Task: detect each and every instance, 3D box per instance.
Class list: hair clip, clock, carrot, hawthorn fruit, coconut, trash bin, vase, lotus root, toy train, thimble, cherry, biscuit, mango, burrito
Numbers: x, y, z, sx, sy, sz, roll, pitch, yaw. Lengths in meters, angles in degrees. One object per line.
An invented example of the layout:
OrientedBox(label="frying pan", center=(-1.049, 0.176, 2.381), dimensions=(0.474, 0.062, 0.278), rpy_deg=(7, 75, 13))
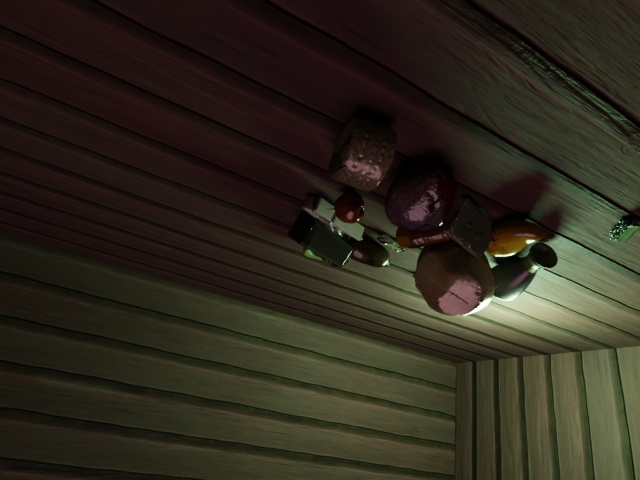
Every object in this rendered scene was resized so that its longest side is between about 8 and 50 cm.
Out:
OrientedBox(label="hair clip", center=(0.059, -0.083, 1.763), dimensions=(0.101, 0.085, 0.331), rpy_deg=(15, 169, 43))
OrientedBox(label="clock", center=(0.016, 0.026, 2.042), dimensions=(0.170, 0.069, 0.232), rpy_deg=(14, 154, -9))
OrientedBox(label="carrot", center=(0.454, -0.036, 1.705), dimensions=(0.302, 0.114, 0.114), rpy_deg=(-11, 148, 35))
OrientedBox(label="hawthorn fruit", center=(0.112, -0.127, 1.631), dimensions=(0.125, 0.125, 0.140), rpy_deg=(27, 162, -32))
OrientedBox(label="coconut", center=(0.576, 0.144, 1.823), dimensions=(0.352, 0.352, 0.352), rpy_deg=(8, 155, 4))
OrientedBox(label="trash bin", center=(0.000, 0.000, 1.841), dimensions=(0.240, 0.122, 0.164), rpy_deg=(33, 180, -32))
OrientedBox(label="vase", center=(0.892, 0.133, 1.868), dimensions=(0.173, 0.173, 0.321), rpy_deg=(13, 149, -7))
OrientedBox(label="lotus root", center=(0.221, 0.052, 1.964), dimensions=(0.241, 0.123, 0.124), rpy_deg=(20, -178, -28))
OrientedBox(label="toy train", center=(1.119, -0.037, 1.550), dimensions=(0.071, 0.038, 0.148), rpy_deg=(4, 155, 13))
OrientedBox(label="thimble", center=(0.119, -0.259, 1.264), dimensions=(0.148, 0.196, 0.229), rpy_deg=(20, -177, -14))
OrientedBox(label="cherry", center=(0.342, -0.141, 1.415), dimensions=(0.230, 0.203, 0.300), rpy_deg=(19, 146, -5))
OrientedBox(label="biscuit", center=(0.570, -0.041, 1.592), dimensions=(0.252, 0.150, 0.052), rpy_deg=(33, 177, -35))
OrientedBox(label="mango", center=(0.746, -0.017, 1.650), dimensions=(0.157, 0.109, 0.262), rpy_deg=(30, 149, -13))
OrientedBox(label="burrito", center=(0.325, 0.013, 1.940), dimensions=(0.171, 0.042, 0.051), rpy_deg=(25, 154, -36))

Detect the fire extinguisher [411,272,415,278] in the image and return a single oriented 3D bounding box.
OrientedBox(label="fire extinguisher", center=(0.528, 0.189, 2.260), dimensions=(0.083, 0.025, 0.038), rpy_deg=(-4, 114, 27))

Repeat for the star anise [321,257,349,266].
OrientedBox(label="star anise", center=(0.079, 0.088, 1.981), dimensions=(0.097, 0.070, 0.191), rpy_deg=(32, 158, -23))
